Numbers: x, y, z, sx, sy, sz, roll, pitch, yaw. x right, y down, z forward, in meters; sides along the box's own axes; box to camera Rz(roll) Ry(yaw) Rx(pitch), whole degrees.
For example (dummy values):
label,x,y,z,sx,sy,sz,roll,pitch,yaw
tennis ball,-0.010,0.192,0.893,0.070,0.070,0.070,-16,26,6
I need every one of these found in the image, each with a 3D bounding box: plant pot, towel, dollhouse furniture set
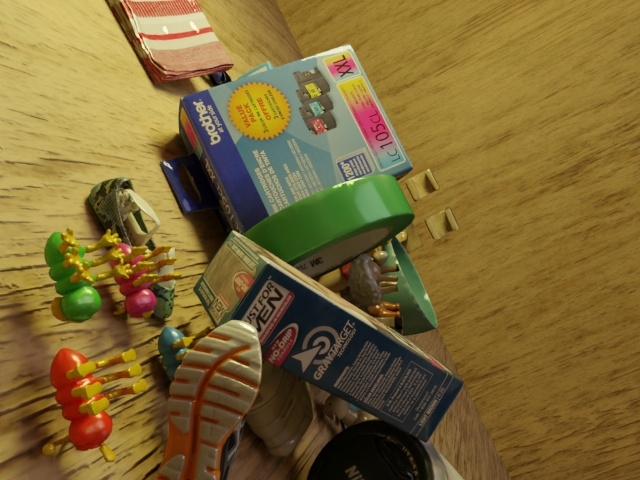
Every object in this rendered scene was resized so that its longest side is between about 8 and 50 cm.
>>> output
label,x,y,z,sx,sy,sz,roll,pitch,yaw
plant pot,0.174,0.149,1.589,0.290,0.196,0.290,57,15,-24
towel,-0.319,-0.474,1.123,0.328,0.037,0.237,61,34,-8
dollhouse furniture set,0.191,-0.139,1.817,0.394,0.362,0.256,64,14,-2

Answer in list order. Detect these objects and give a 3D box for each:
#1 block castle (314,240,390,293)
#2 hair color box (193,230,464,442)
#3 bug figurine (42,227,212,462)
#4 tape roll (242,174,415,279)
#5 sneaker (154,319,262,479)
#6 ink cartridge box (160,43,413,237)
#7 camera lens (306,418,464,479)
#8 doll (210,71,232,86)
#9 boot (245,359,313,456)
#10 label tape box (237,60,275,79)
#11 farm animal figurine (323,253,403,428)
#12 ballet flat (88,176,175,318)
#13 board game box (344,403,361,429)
label,x,y,z,sx,sy,sz,roll,pitch,yaw
block castle,0.031,-0.068,1.439,0.303,0.213,0.453,60,14,-15
hair color box,0.012,0.130,0.776,0.347,0.105,0.174,33,-1,-26
bug figurine,-0.200,0.095,0.588,0.279,0.072,0.216,18,53,-78
tape roll,0.000,0.000,0.973,0.077,0.321,0.321,64,14,10
sneaker,-0.115,0.186,0.592,0.083,0.084,0.214,51,58,-82
ink cartridge box,-0.077,-0.153,1.021,0.269,0.396,0.151,63,-17,6
camera lens,0.119,0.415,0.854,0.274,0.220,0.219,52,18,-38
doll,-0.244,-0.398,1.394,0.129,0.046,0.189,59,5,23
boot,-0.059,0.214,0.887,0.123,0.095,0.258,65,21,-17
label tape box,-0.096,-0.351,1.714,0.249,0.115,0.348,66,10,9
farm animal figurine,0.071,0.237,1.081,0.326,0.172,0.330,79,10,-54
ballet flat,-0.219,0.006,0.707,0.188,0.070,0.070,62,14,-7
board game box,0.079,0.360,1.184,0.133,0.033,0.168,16,54,-43
